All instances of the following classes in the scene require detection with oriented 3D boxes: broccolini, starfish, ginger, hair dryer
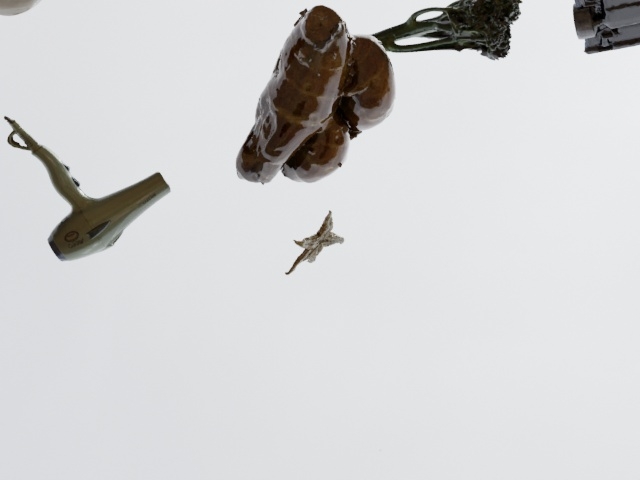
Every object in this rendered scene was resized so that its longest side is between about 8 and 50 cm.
[{"bbox_3d":[0.108,-0.217,0.953,0.201,0.058,0.074,-4,-111,24],"label":"broccolini"},{"bbox_3d":[0.000,0.000,0.960,0.016,0.092,0.086,51,-58,22],"label":"starfish"},{"bbox_3d":[-0.001,-0.109,0.754,0.103,0.162,0.073,17,-147,-26],"label":"ginger"},{"bbox_3d":[-0.284,-0.085,1.156,0.167,0.067,0.199,-21,-70,-13],"label":"hair dryer"}]

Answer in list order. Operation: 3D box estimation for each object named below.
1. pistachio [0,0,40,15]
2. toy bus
[{"bbox_3d":[-0.266,-0.251,0.745,0.113,0.149,0.113,-25,-142,22],"label":"pistachio"},{"bbox_3d":[0.386,-0.401,1.212,0.138,0.288,0.175,-7,-124,24],"label":"toy bus"}]
